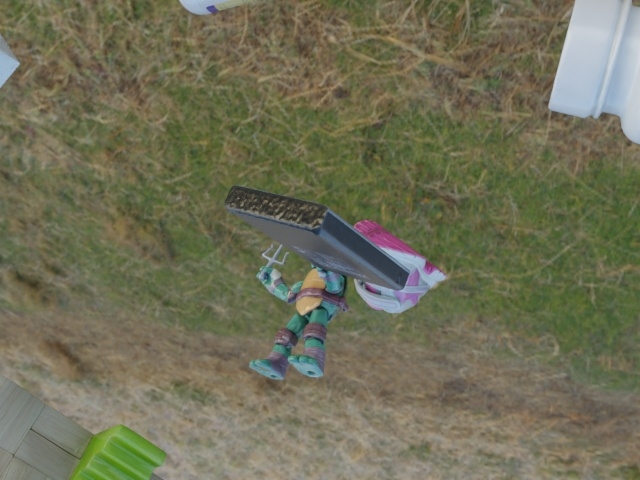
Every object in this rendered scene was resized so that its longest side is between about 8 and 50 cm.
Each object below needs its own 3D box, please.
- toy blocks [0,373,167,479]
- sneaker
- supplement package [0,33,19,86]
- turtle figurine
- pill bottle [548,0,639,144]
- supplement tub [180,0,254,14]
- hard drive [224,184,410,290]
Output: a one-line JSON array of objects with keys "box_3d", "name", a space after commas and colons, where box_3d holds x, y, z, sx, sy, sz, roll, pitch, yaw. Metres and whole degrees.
[{"box_3d": [-0.220, 0.297, 0.572, 0.381, 0.261, 0.191, 41, 135, -21], "name": "toy blocks"}, {"box_3d": [0.103, 0.054, 1.121, 0.103, 0.111, 0.252, 38, -176, 36], "name": "sneaker"}, {"box_3d": [-0.604, -0.327, 1.236, 0.105, 0.179, 0.105, -47, 144, 8], "name": "supplement package"}, {"box_3d": [-0.016, 0.073, 1.015, 0.118, 0.234, 0.175, 27, 148, -20], "name": "turtle figurine"}, {"box_3d": [0.315, -0.135, 0.604, 0.229, 0.131, 0.131, 15, 141, 15], "name": "pill bottle"}, {"box_3d": [-0.078, -0.503, 1.131, 0.331, 0.241, 0.241, -13, 134, 6], "name": "supplement tub"}, {"box_3d": [0.000, 0.000, 0.574, 0.094, 0.022, 0.135, 15, 168, 37], "name": "hard drive"}]
